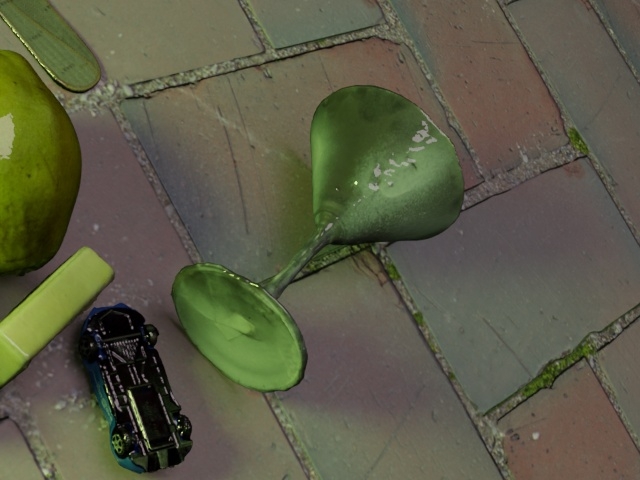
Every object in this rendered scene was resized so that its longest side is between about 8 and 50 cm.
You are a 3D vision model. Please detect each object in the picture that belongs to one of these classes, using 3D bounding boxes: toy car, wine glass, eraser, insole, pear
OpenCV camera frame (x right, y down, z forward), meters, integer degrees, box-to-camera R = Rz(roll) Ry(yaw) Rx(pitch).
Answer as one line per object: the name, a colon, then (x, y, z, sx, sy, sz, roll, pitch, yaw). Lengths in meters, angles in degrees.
toy car: (-0.230, 0.179, 1.340, 0.103, 0.063, 0.216, -7, 66, -42)
wine glass: (0.000, 0.000, 1.508, 0.267, 0.267, 0.406, 48, 49, -8)
eraser: (-0.322, 0.089, 1.274, 0.058, 0.117, 0.172, 47, 46, -9)
insole: (-0.427, -0.339, 1.504, 0.348, 0.009, 0.119, 49, 45, -7)
pear: (-0.375, -0.090, 1.267, 0.212, 0.212, 0.269, -10, 89, -42)
